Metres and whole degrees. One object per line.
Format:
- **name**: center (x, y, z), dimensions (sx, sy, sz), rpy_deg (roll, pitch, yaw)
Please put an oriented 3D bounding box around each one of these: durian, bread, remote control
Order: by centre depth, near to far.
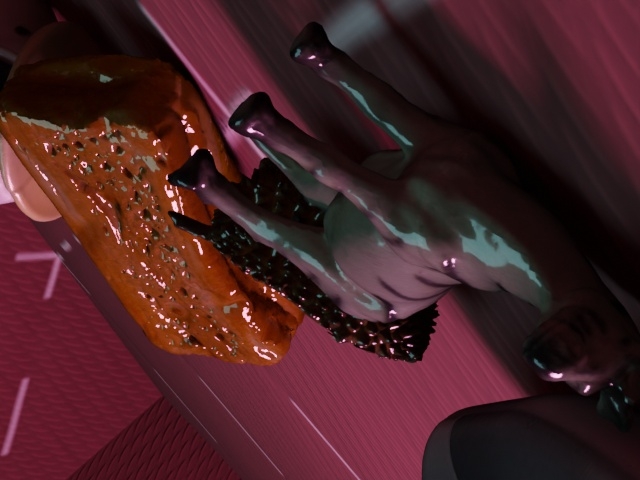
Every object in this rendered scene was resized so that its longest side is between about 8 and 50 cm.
- **remote control**: center (0.138, 0.155, 0.695), dimensions (0.221, 0.103, 0.332), rpy_deg (47, 168, 1)
- **durian**: center (0.001, -0.002, 0.776), dimensions (0.140, 0.071, 0.110), rpy_deg (27, -175, -5)
- **bread**: center (-0.104, -0.016, 1.052), dimensions (0.139, 0.077, 0.271), rpy_deg (6, 148, 26)

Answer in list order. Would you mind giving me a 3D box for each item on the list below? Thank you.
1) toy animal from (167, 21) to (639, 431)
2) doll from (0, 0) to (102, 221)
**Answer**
- **toy animal**: center (0.037, 0.000, 0.628), dimensions (0.176, 0.073, 0.217), rpy_deg (42, 165, -8)
- **doll**: center (-0.276, -0.075, 1.127), dimensions (0.144, 0.271, 0.208), rpy_deg (75, 167, -45)
